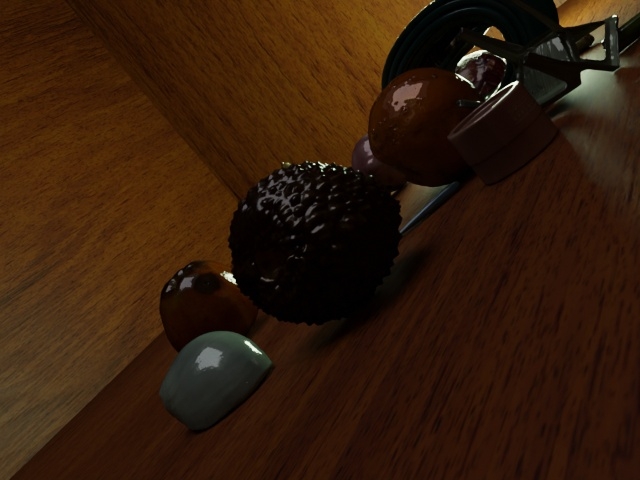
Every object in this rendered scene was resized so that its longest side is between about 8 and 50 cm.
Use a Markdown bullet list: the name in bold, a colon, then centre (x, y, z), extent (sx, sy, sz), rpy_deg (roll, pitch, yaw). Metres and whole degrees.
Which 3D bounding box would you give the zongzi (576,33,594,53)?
- **zongzi**: centre (0.584, -0.439, 1.747), extent (0.083, 0.040, 0.076), rpy_deg (-51, 11, 12)

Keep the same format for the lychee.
- **lychee**: centre (0.000, 0.000, 1.183), extent (0.267, 0.267, 0.267), rpy_deg (-40, 6, 5)

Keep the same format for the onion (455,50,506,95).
- **onion**: centre (0.359, -0.382, 1.916), extent (0.230, 0.163, 0.230), rpy_deg (-58, 9, 15)

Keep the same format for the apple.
- **apple**: centre (-0.264, 0.160, 1.737), extent (0.230, 0.230, 0.230), rpy_deg (-40, 6, 5)

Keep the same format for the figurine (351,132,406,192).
- **figurine**: centre (0.161, -0.202, 1.974), extent (0.173, 0.173, 0.173), rpy_deg (-40, 6, 5)

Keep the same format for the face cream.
- **face cream**: centre (0.300, -0.177, 1.259), extent (0.149, 0.104, 0.149), rpy_deg (-40, 6, 5)

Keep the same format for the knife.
- **knife**: centre (0.139, -0.006, 1.419), extent (0.313, 0.019, 0.044), rpy_deg (-41, -1, 1)

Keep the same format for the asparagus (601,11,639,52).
- **asparagus**: centre (0.602, -0.409, 1.407), extent (0.178, 0.041, 0.045), rpy_deg (-39, -24, 9)

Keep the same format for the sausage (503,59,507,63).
- **sausage**: centre (0.541, -0.483, 2.097), extent (0.088, 0.088, 0.433), rpy_deg (-36, 7, 35)

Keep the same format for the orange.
- **orange**: centre (0.214, -0.221, 1.497), extent (0.240, 0.240, 0.240), rpy_deg (-40, 6, 5)

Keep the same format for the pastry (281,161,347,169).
- **pastry**: centre (0.008, -0.139, 2.143), extent (0.237, 0.170, 0.256), rpy_deg (4, 7, 32)

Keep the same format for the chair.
- **chair**: centre (0.404, -0.334, 1.377), extent (0.275, 0.190, 0.203), rpy_deg (8, -20, -29)

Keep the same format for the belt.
- **belt**: centre (0.322, -0.384, 1.675), extent (0.173, 0.300, 0.436), rpy_deg (-43, -2, -36)

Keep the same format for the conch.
- **conch**: centre (-0.183, 0.235, 1.281), extent (0.221, 0.121, 0.184), rpy_deg (-29, 42, 41)
